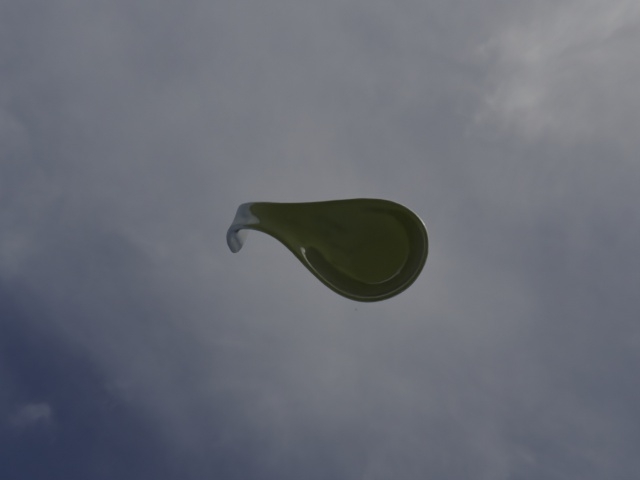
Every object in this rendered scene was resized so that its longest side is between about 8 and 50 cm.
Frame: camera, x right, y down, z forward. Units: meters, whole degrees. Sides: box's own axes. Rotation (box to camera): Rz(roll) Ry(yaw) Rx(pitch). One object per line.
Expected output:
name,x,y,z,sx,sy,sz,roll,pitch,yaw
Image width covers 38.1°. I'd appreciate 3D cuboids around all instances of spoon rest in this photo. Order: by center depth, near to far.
spoon rest,0.000,0.000,1.146,0.276,0.084,0.137,10,-113,26
